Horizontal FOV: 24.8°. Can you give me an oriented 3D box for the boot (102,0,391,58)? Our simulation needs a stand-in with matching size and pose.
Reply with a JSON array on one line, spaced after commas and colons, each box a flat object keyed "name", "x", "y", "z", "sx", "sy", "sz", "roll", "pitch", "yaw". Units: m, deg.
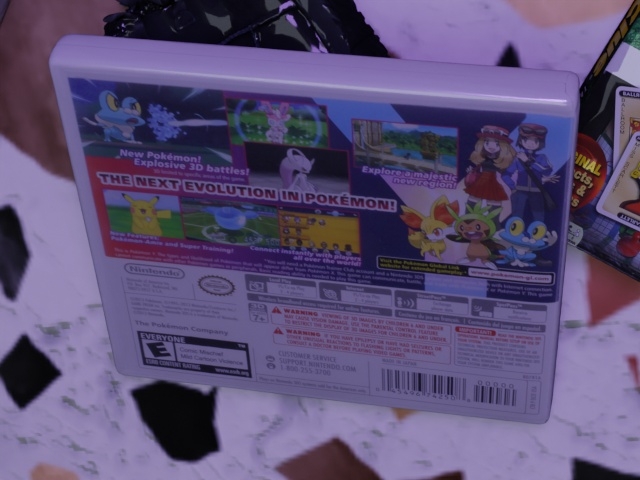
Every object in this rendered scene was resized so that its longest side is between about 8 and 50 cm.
[{"name": "boot", "x": -0.027, "y": -0.066, "z": 0.600, "sx": 0.099, "sy": 0.045, "sz": 0.121, "roll": -27, "pitch": 105, "yaw": 23}]

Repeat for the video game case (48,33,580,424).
[{"name": "video game case", "x": 0.000, "y": 0.000, "z": 0.602, "sx": 0.201, "sy": 0.023, "sz": 0.183, "roll": 6, "pitch": 134, "yaw": 10}]

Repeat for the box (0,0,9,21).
[{"name": "box", "x": -0.197, "y": -0.120, "z": 0.588, "sx": 0.130, "sy": 0.091, "sz": 0.170, "roll": 29, "pitch": 116, "yaw": -1}]

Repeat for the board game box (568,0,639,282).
[{"name": "board game box", "x": 0.223, "y": -0.006, "z": 0.580, "sx": 0.260, "sy": 0.030, "sz": 0.136, "roll": 28, "pitch": 114, "yaw": -1}]
